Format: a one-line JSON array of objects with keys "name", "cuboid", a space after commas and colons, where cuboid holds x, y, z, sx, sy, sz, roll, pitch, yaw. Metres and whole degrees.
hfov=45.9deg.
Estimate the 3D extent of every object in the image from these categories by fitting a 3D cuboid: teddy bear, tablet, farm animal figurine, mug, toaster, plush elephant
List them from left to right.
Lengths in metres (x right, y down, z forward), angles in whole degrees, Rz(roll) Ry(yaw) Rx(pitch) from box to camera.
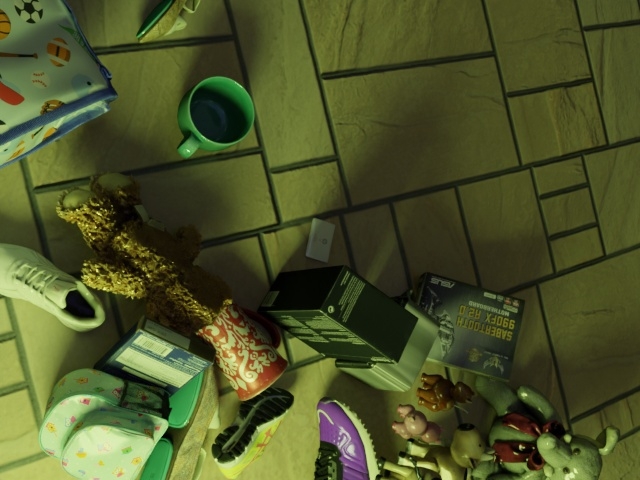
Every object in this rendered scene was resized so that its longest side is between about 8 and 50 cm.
[{"name": "teddy bear", "cuboid": [-0.308, 0.025, 1.301, 0.338, 0.113, 0.245, 41, 30, -16]}, {"name": "mug", "cuboid": [-0.212, -0.228, 1.406, 0.157, 0.097, 0.129, -19, 94, -28]}, {"name": "mug", "cuboid": [-0.154, 0.190, 1.410, 0.113, 0.150, 0.169, -35, 100, 10]}, {"name": "tablet", "cuboid": [0.000, 0.000, 1.552, 0.054, 0.006, 0.083, 18, 77, -26]}, {"name": "toaster", "cuboid": [0.135, 0.201, 1.506, 0.110, 0.185, 0.168, 35, 69, -17]}, {"name": "farm animal figurine", "cuboid": [0.228, 0.428, 1.416, 0.330, 0.172, 0.327, -50, 146, -53]}, {"name": "plush elephant", "cuboid": [0.481, 0.458, 1.627, 0.330, 0.255, 0.272, 37, 69, -21]}]

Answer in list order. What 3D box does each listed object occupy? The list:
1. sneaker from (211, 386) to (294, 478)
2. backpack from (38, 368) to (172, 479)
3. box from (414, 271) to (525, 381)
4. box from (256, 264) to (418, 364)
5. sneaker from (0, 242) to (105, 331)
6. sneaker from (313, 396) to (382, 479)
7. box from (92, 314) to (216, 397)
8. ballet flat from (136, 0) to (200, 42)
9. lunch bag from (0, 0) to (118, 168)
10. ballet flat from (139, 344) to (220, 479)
[{"name": "sneaker", "cuboid": [-0.125, 0.360, 1.416, 0.208, 0.081, 0.094, -39, 141, -37]}, {"name": "backpack", "cuboid": [-0.360, 0.305, 1.234, 0.188, 0.144, 0.166, 29, 111, -15]}, {"name": "box", "cuboid": [0.309, 0.187, 1.629, 0.231, 0.056, 0.183, 17, 75, -3]}, {"name": "box", "cuboid": [0.026, 0.139, 1.406, 0.184, 0.261, 0.103, 39, 68, -21]}, {"name": "sneaker", "cuboid": [-0.447, 0.071, 1.236, 0.232, 0.115, 0.090, 31, 71, -23]}, {"name": "sneaker", "cuboid": [0.034, 0.457, 1.469, 0.146, 0.102, 0.293, -23, 96, -28]}, {"name": "box", "cuboid": [-0.292, 0.215, 1.269, 0.136, 0.225, 0.036, 30, 40, -23]}, {"name": "ballet flat", "cuboid": [-0.268, -0.438, 1.416, 0.067, 0.073, 0.206, 39, 71, -35]}, {"name": "lunch bag", "cuboid": [-0.552, -0.266, 1.148, 0.385, 0.239, 0.328, -35, 100, -20]}, {"name": "ballet flat", "cuboid": [-0.239, 0.345, 1.346, 0.106, 0.107, 0.316, 30, 76, -44]}]
